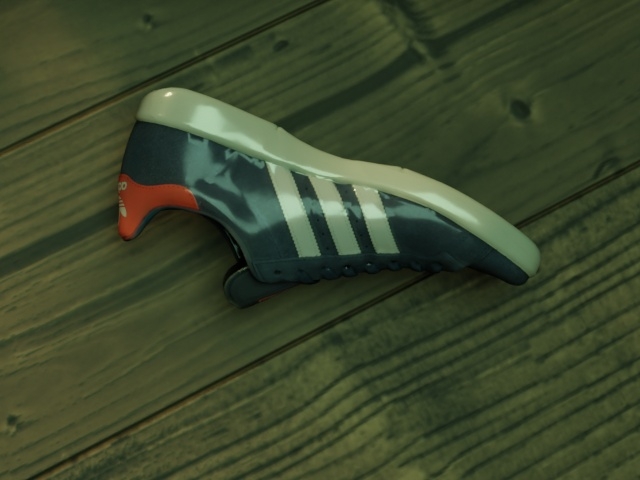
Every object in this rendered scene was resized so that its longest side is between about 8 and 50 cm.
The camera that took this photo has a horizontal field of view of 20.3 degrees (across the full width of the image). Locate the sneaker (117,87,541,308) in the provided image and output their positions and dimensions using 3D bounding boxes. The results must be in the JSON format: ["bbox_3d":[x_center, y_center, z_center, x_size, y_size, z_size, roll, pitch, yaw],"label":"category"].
[{"bbox_3d":[0.000,0.000,1.448,0.350,0.131,0.148,19,86,-2],"label":"sneaker"}]
